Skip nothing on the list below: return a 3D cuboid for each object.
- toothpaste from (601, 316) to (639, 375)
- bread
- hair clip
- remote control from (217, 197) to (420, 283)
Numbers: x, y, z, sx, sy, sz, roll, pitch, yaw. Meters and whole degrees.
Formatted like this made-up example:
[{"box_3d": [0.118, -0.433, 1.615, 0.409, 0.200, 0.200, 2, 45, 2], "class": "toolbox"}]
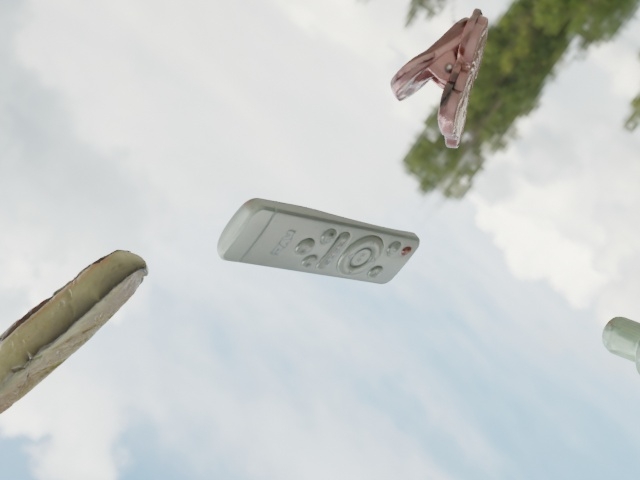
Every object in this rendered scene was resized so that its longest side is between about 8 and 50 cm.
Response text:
[{"box_3d": [0.278, 0.099, 0.873, 0.037, 0.067, 0.255, 16, -175, -41], "class": "toothpaste"}, {"box_3d": [-0.253, 0.082, 1.298, 0.053, 0.214, 0.073, 48, 178, 15], "class": "bread"}, {"box_3d": [0.162, -0.185, 1.590, 0.102, 0.138, 0.123, 48, 175, 15], "class": "hair clip"}, {"box_3d": [0.000, 0.000, 0.975, 0.184, 0.050, 0.027, 11, -145, -48], "class": "remote control"}]
